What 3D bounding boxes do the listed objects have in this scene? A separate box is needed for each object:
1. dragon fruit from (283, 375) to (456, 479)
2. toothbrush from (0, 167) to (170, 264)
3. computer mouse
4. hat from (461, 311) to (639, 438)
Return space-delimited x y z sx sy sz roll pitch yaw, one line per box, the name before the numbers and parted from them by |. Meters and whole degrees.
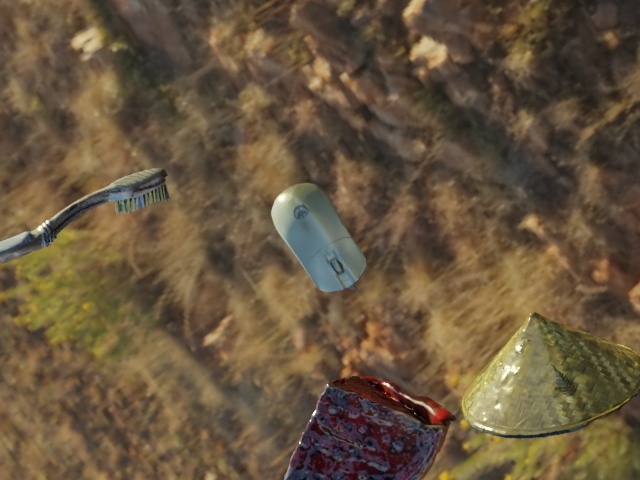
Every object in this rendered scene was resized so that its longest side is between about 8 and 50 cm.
dragon fruit | 0.051 0.198 1.062 0.120 0.127 0.161 27 -174 12
toothbrush | -0.329 0.012 1.130 0.035 0.413 0.042 28 134 45
computer mouse | 0.000 0.000 0.987 0.110 0.055 0.032 56 -177 -2
hat | 0.168 0.084 0.841 0.146 0.146 0.067 8 121 57
